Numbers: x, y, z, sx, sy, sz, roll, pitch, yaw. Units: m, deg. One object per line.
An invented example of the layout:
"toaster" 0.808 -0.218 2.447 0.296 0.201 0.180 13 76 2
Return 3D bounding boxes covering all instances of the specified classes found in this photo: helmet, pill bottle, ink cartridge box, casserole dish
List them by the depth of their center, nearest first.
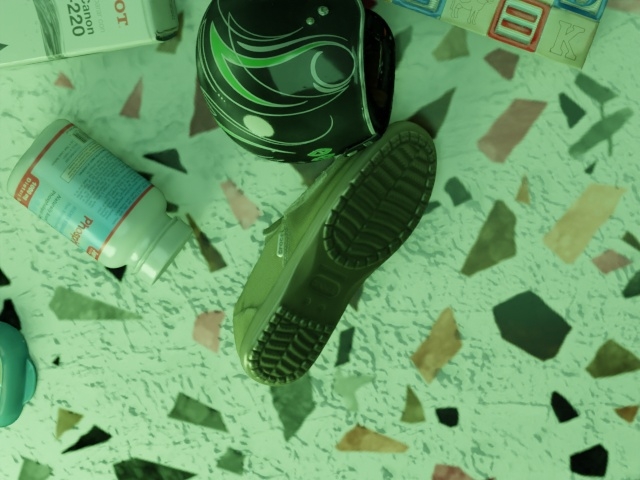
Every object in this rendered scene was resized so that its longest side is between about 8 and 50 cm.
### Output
"helmet" -0.027 -0.150 1.271 0.161 0.169 0.169 -1 102 15
"ink cartridge box" -0.250 -0.238 1.317 0.217 0.092 0.159 -9 100 8
"pill bottle" -0.199 -0.032 1.354 0.160 0.087 0.087 37 104 0
"casserole dish" -0.370 0.126 1.437 0.188 0.037 0.114 9 102 7

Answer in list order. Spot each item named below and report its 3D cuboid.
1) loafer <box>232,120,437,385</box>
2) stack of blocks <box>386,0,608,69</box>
"loafer" 0.000 0.000 1.328 0.102 0.092 0.268 35 92 -40
"stack of blocks" 0.111 -0.277 1.260 0.297 0.087 0.171 20 103 4
